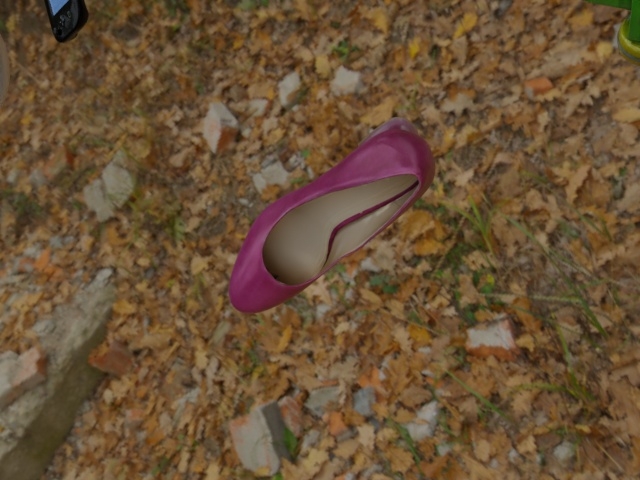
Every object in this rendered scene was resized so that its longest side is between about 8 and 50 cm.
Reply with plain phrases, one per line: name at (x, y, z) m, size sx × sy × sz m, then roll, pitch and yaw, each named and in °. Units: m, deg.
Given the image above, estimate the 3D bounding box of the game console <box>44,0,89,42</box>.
game console at (-0.433, -0.504, 1.121) m, size 0.213 × 0.044 × 0.361 m, roll -15°, pitch 90°, yaw 55°

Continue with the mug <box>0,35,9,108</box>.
mug at (-0.580, -0.183, 0.949) m, size 0.276 × 0.328 × 0.374 m, roll 26°, pitch 49°, yaw 19°

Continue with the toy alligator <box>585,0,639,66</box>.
toy alligator at (0.180, -0.081, 0.280) m, size 0.051 × 0.056 × 0.189 m, roll -42°, pitch 59°, yaw -3°

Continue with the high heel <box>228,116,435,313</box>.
high heel at (0.000, 0.000, 0.598) m, size 0.244 × 0.082 × 0.117 m, roll -39°, pitch 18°, yaw 19°
